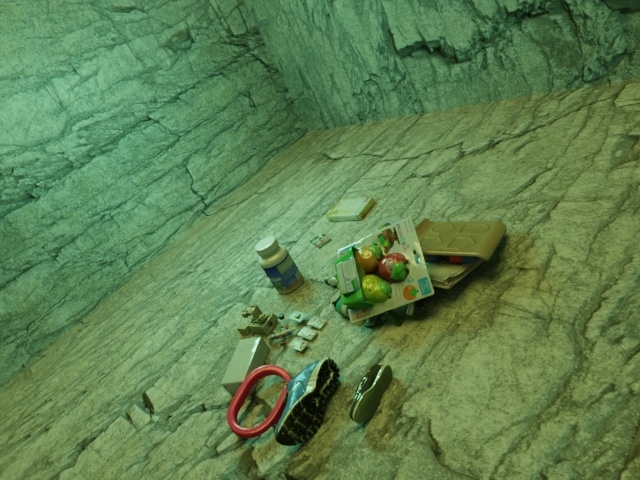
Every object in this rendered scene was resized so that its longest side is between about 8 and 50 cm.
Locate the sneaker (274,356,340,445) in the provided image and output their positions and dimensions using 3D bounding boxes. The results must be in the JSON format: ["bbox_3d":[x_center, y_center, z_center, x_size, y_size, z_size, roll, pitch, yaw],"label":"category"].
[{"bbox_3d":[-0.060,0.553,1.553,0.147,0.129,0.330,-21,22,45],"label":"sneaker"}]

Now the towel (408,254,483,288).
[{"bbox_3d":[0.454,0.084,1.814,0.317,0.053,0.332,-27,23,-38],"label":"towel"}]

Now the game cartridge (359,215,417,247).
[{"bbox_3d":[0.315,-0.012,2.190,0.294,0.060,0.196,-34,24,-9],"label":"game cartridge"}]

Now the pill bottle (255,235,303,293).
[{"bbox_3d":[-0.210,0.117,2.220,0.153,0.271,0.152,-23,28,13],"label":"pill bottle"}]

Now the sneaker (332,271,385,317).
[{"bbox_3d":[0.165,0.192,1.926,0.302,0.108,0.121,-44,35,-23],"label":"sneaker"}]

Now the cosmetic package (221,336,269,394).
[{"bbox_3d":[-0.306,0.513,1.857,0.118,0.085,0.231,-14,34,25],"label":"cosmetic package"}]

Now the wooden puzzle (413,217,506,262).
[{"bbox_3d":[0.529,0.006,1.803,0.348,0.080,0.322,6,27,33],"label":"wooden puzzle"}]

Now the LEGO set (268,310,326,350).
[{"bbox_3d":[-0.113,0.390,1.943,0.245,0.060,0.182,10,43,38],"label":"LEGO set"}]

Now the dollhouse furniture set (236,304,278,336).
[{"bbox_3d":[-0.314,0.343,2.061,0.182,0.160,0.101,-4,37,37],"label":"dollhouse furniture set"}]

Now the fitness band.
[{"bbox_3d":[-0.216,0.584,1.650,0.209,0.054,0.290,1,39,28],"label":"fitness band"}]

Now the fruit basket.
[{"bbox_3d":[0.225,0.111,1.722,0.353,0.166,0.326,-28,59,32],"label":"fruit basket"}]

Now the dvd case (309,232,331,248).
[{"bbox_3d":[0.000,0.000,2.499,0.087,0.013,0.119,-36,30,-12],"label":"dvd case"}]

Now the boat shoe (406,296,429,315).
[{"bbox_3d":[0.381,0.212,1.739,0.076,0.080,0.228,11,29,12],"label":"boat shoe"}]

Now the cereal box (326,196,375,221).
[{"bbox_3d":[0.173,-0.179,2.598,0.240,0.047,0.173,1,40,43],"label":"cereal box"}]

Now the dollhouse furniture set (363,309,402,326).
[{"bbox_3d":[0.245,0.307,1.755,0.152,0.059,0.076,-26,29,50],"label":"dollhouse furniture set"}]

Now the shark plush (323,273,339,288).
[{"bbox_3d":[0.075,0.191,2.104,0.067,0.073,0.161,-26,-1,-39],"label":"shark plush"}]

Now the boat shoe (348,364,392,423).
[{"bbox_3d":[0.154,0.496,1.471,0.069,0.081,0.228,-4,30,44],"label":"boat shoe"}]
